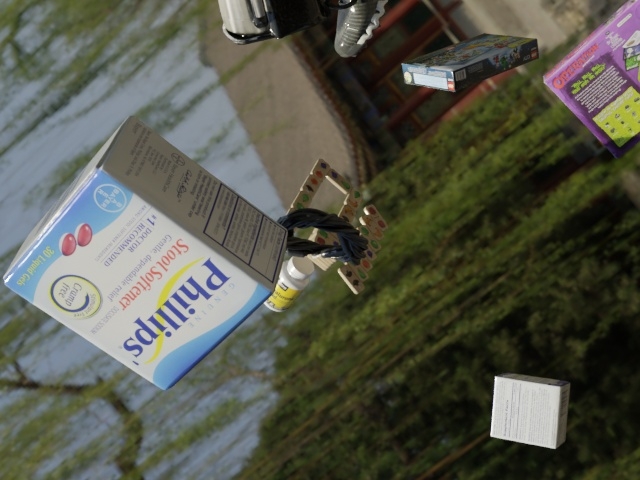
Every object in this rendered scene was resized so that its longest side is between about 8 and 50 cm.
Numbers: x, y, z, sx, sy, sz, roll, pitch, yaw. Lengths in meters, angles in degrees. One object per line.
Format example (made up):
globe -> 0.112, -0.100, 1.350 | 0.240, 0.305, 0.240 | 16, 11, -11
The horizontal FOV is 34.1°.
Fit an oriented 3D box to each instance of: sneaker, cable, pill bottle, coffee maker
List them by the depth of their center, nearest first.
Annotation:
coffee maker -> -0.053, -0.339, 1.204 | 0.120, 0.171, 0.178 | 35, 146, 46
sneaker -> 0.045, -0.357, 1.348 | 0.106, 0.234, 0.078 | 14, -161, -20
cable -> 0.000, 0.000, 1.591 | 0.150, 0.047, 0.184 | 19, 162, -4
pill bottle -> -0.060, 0.077, 1.954 | 0.065, 0.116, 0.065 | 20, -137, -20

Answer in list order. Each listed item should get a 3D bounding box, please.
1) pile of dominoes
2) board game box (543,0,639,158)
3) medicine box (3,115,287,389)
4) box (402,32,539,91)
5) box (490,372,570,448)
pile of dominoes -> 0.042, -0.037, 1.956 | 0.196, 0.040, 0.251 | 39, -140, -11
board game box -> 0.601, -0.334, 1.880 | 0.208, 0.347, 0.056 | 43, -157, -14
medicine box -> -0.241, 0.024, 1.466 | 0.289, 0.263, 0.149 | 37, -149, -17
box -> 0.306, -0.366, 2.130 | 0.159, 0.233, 0.044 | 22, 130, 53
box -> 0.417, 0.335, 2.075 | 0.072, 0.137, 0.126 | -5, -80, -61
